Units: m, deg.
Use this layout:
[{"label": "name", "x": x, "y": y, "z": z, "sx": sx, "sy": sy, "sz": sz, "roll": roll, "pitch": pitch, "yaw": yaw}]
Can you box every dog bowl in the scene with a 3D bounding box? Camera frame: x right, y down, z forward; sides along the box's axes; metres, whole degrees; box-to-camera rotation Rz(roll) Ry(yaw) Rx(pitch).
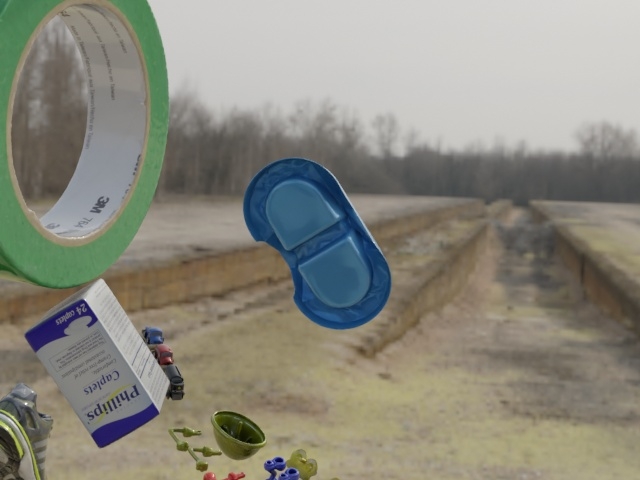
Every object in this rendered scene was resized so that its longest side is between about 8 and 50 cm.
[{"label": "dog bowl", "x": 0.000, "y": 0.000, "z": 1.723, "sx": 0.166, "sy": 0.297, "sz": 0.074, "roll": -31, "pitch": 6, "yaw": 15}]

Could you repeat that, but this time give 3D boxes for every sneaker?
[{"label": "sneaker", "x": -0.518, "y": 0.371, "z": 1.899, "sx": 0.111, "sy": 0.300, "sz": 0.121, "roll": 20, "pitch": 51, "yaw": 14}]

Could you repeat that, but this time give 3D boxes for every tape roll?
[{"label": "tape roll", "x": -0.256, "y": -0.116, "z": 1.026, "sx": 0.077, "sy": 0.321, "sz": 0.321, "roll": 8, "pitch": 5, "yaw": 20}]

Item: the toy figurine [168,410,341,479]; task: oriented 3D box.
[{"label": "toy figurine", "x": -0.119, "y": 0.480, "z": 1.875, "sx": 0.191, "sy": 0.217, "sz": 0.362, "roll": -13, "pitch": 30, "yaw": -37}]

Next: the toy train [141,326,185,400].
[{"label": "toy train", "x": -0.209, "y": 0.157, "z": 1.412, "sx": 0.027, "sy": 0.036, "sz": 0.158, "roll": 1, "pitch": 25, "yaw": -25}]

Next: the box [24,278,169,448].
[{"label": "box", "x": -0.220, "y": 0.120, "z": 1.071, "sx": 0.072, "sy": 0.137, "sz": 0.126, "roll": -32, "pitch": 7, "yaw": 1}]
